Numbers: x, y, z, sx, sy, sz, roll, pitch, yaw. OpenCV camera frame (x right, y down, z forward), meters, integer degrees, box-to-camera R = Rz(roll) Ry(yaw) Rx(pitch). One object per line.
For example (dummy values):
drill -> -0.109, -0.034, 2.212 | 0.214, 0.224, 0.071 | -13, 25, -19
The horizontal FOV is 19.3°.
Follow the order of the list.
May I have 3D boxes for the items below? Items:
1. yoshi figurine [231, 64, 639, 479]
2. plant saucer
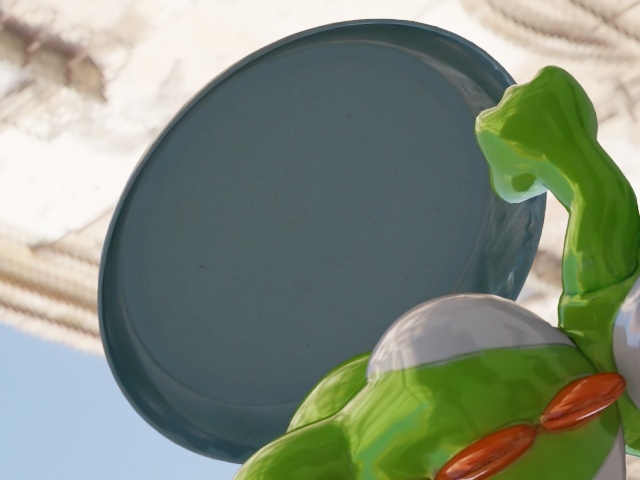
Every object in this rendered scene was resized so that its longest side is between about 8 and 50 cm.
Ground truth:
yoshi figurine -> 0.120, 0.048, 0.780 | 0.203, 0.362, 0.203 | 54, 166, 40
plant saucer -> 0.000, 0.000, 1.202 | 0.318, 0.317, 0.044 | 26, -167, -38
